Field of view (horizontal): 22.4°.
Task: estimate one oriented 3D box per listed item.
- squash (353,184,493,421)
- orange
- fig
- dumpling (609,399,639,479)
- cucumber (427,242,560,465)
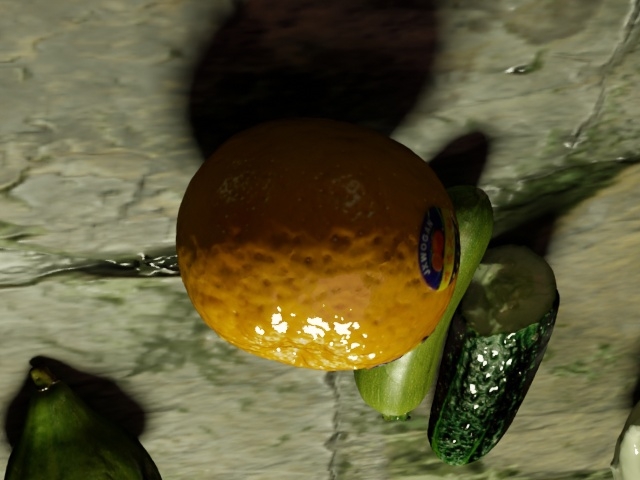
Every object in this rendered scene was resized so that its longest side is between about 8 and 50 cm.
[{"bbox_3d":[0.066,0.051,1.164,0.069,0.069,0.258,-3,140,-18],"label":"squash"},{"bbox_3d":[-0.001,0.002,0.995,0.178,0.155,0.177,3,175,0],"label":"orange"},{"bbox_3d":[-0.184,0.169,1.189,0.117,0.117,0.177,-16,132,-3],"label":"fig"},{"bbox_3d":[0.341,0.174,1.384,0.193,0.147,0.258,-47,138,-13],"label":"dumpling"},{"bbox_3d":[0.127,0.103,1.249,0.074,0.074,0.241,-8,142,-13],"label":"cucumber"}]
